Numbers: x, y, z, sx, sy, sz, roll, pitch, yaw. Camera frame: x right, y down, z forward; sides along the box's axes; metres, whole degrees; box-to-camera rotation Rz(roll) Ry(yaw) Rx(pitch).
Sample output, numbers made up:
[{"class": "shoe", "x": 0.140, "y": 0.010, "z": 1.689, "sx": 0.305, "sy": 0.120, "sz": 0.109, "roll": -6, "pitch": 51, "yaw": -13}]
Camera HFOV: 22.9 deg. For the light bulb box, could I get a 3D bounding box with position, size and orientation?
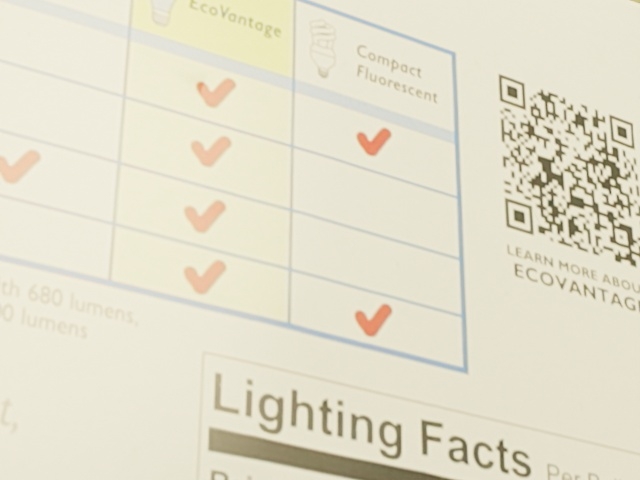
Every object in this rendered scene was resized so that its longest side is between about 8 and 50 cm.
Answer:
[{"class": "light bulb box", "x": -0.079, "y": 0.075, "z": 0.501, "sx": 0.358, "sy": 0.225, "sz": 0.361, "roll": 15, "pitch": 57, "yaw": -25}]
